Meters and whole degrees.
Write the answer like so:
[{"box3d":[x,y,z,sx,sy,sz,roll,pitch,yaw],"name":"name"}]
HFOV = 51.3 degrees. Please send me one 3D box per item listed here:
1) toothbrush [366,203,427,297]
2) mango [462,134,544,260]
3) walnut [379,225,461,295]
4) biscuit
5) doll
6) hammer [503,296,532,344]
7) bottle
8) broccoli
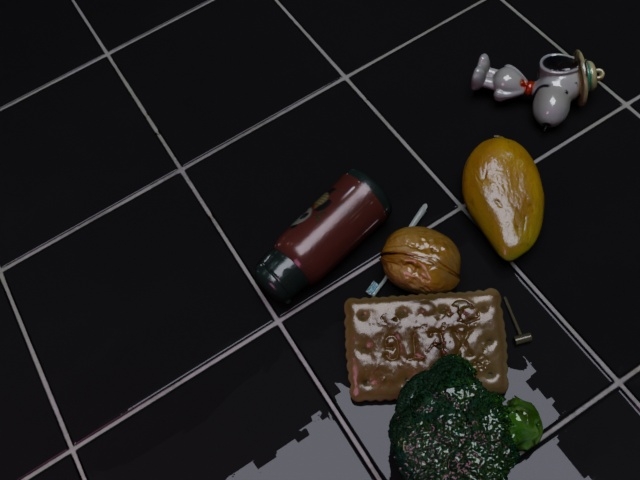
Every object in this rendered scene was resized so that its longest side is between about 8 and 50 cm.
[{"box3d":[0.180,0.020,1.502,0.026,0.022,0.263,32,70,9],"name":"toothbrush"},{"box3d":[0.408,-0.102,1.485,0.176,0.119,0.317,-4,65,-3],"name":"mango"},{"box3d":[0.213,0.043,1.419,0.180,0.144,0.144,11,63,18],"name":"walnut"},{"box3d":[0.211,0.211,1.343,0.324,0.044,0.217,-3,81,6],"name":"biscuit"},{"box3d":[0.521,-0.399,1.619,0.271,0.144,0.208,37,81,19],"name":"doll"},{"box3d":[0.406,0.166,1.397,0.035,0.019,0.110,-14,55,-1],"name":"hammer"},{"box3d":[0.000,0.000,1.469,0.144,0.144,0.336,39,73,24],"name":"bottle"},{"box3d":[0.267,0.347,1.187,0.297,0.298,0.298,1,59,-19],"name":"broccoli"}]
